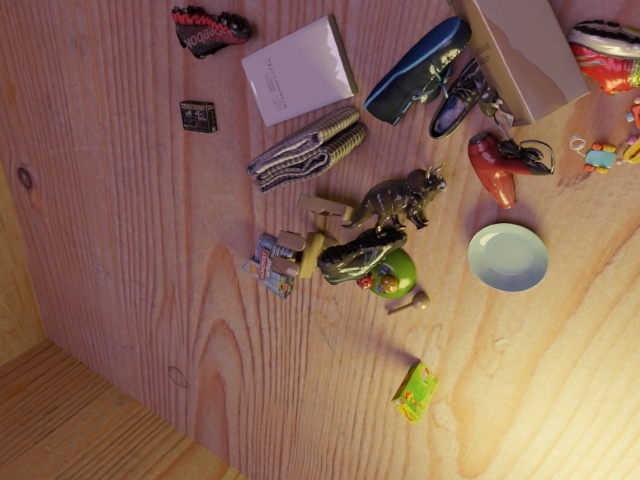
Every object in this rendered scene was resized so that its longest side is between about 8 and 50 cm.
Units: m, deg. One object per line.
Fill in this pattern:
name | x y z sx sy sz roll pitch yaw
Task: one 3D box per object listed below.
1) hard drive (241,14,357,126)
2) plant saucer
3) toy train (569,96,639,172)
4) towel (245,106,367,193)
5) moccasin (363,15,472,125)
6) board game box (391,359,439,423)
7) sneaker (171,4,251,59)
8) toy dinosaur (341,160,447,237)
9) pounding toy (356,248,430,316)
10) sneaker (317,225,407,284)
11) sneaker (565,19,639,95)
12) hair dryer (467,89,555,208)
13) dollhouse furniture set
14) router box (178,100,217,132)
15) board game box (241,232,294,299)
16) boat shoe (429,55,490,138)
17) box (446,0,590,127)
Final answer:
hard drive | -0.064 -0.451 1.268 0.308 0.040 0.203 -9 109 36
plant saucer | 0.476 0.039 1.179 0.195 0.037 0.194 15 122 26
toy train | 0.610 -0.212 0.947 0.166 0.046 0.125 -26 103 37
towel | -0.036 -0.234 1.244 0.284 0.235 0.121 -18 109 39
moccasin | 0.230 -0.370 1.049 0.117 0.137 0.342 36 161 -13
board game box | 0.296 0.465 1.434 0.092 0.181 0.043 48 130 2
sneaker | -0.308 -0.581 1.323 0.276 0.098 0.135 22 125 25
toy dinosaur | 0.202 -0.102 1.236 0.314 0.121 0.160 -11 101 31
pounding toy | 0.193 0.134 1.370 0.183 0.110 0.236 -27 97 40
sneaker | 0.122 0.042 1.320 0.267 0.101 0.106 -20 124 -3
sneaker | 0.599 -0.326 0.880 0.279 0.107 0.118 30 146 21
hair dryer | 0.401 -0.163 1.018 0.080 0.293 0.223 -28 58 4
dollhouse furniture set | 0.000 0.000 1.365 0.161 0.212 0.242 17 96 27
router box | -0.400 -0.405 1.517 0.123 0.038 0.092 14 122 27
board game box | -0.183 0.081 1.624 0.194 0.060 0.194 23 125 21
boat shoe | 0.319 -0.326 1.059 0.080 0.076 0.228 41 130 8
box | 0.382 -0.392 0.916 0.121 0.148 0.311 -29 96 8
